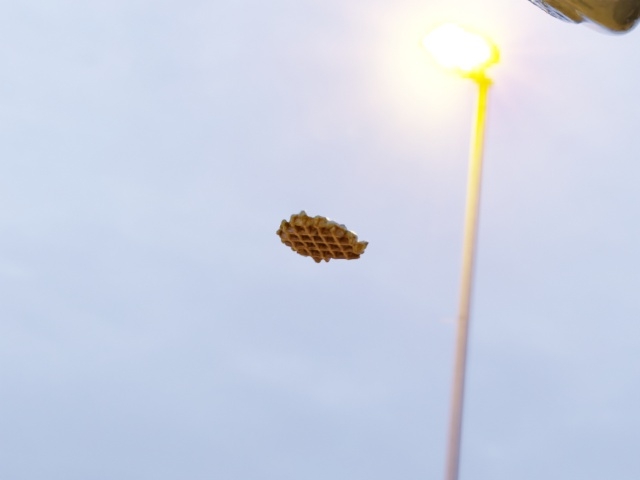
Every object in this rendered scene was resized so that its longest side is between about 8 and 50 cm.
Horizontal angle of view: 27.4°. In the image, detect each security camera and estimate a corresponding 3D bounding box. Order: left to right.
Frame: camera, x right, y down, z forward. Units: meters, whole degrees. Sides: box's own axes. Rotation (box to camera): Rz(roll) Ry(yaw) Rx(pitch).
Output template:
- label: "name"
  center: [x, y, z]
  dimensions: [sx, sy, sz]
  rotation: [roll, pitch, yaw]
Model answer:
- label: "security camera"
  center: [0.219, -0.248, 1.205]
  dimensions: [0.157, 0.080, 0.301]
  rotation: [31, 12, -3]

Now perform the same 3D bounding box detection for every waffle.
- label: "waffle"
  center: [-0.002, -0.001, 1.229]
  dimensions: [0.078, 0.016, 0.085]
  rotation: [34, -32, -24]
